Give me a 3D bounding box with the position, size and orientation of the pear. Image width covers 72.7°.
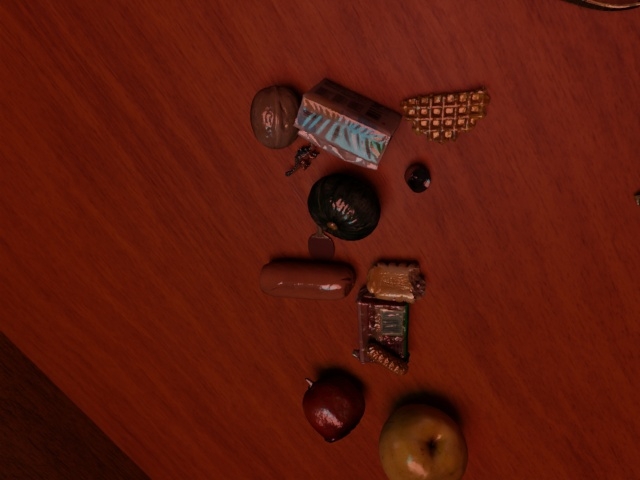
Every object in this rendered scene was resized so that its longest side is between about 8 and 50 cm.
[{"bbox_3d":[0.349,0.716,1.494,0.315,0.314,0.314,8,121,14],"label":"pear"}]

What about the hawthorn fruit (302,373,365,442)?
[{"bbox_3d":[0.037,0.587,1.582,0.250,0.215,0.215,39,124,10],"label":"hawthorn fruit"}]

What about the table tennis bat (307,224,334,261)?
[{"bbox_3d":[0.000,0.000,1.363,0.087,0.013,0.156,6,122,18],"label":"table tennis bat"}]

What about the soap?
[{"bbox_3d":[0.208,0.280,1.403,0.218,0.098,0.273,4,120,17],"label":"soap"}]

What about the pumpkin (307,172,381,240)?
[{"bbox_3d":[0.065,-0.093,1.202,0.212,0.152,0.211,33,157,16],"label":"pumpkin"}]

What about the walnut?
[{"bbox_3d":[-0.114,-0.322,1.141,0.140,0.140,0.162,15,136,10],"label":"walnut"}]

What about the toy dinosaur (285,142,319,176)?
[{"bbox_3d":[-0.048,-0.230,1.220,0.055,0.049,0.154,42,118,-11],"label":"toy dinosaur"}]

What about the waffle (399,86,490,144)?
[{"bbox_3d":[0.304,-0.319,1.053,0.192,0.046,0.160,-35,104,31],"label":"waffle"}]

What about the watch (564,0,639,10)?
[{"bbox_3d":[0.549,-0.536,0.827,0.269,0.102,0.164,24,117,15],"label":"watch"}]

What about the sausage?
[{"bbox_3d":[-0.042,0.128,1.386,0.305,0.121,0.121,1,119,19],"label":"sausage"}]

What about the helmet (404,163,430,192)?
[{"bbox_3d":[0.252,-0.169,1.156,0.065,0.049,0.084,-36,135,0],"label":"helmet"}]

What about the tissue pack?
[{"bbox_3d":[0.064,-0.279,1.092,0.230,0.159,0.145,26,128,2],"label":"tissue pack"}]

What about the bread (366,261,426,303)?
[{"bbox_3d":[0.227,0.123,1.304,0.178,0.084,0.119,5,84,17],"label":"bread"}]

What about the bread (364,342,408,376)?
[{"bbox_3d":[0.208,0.376,1.373,0.157,0.044,0.052,34,114,-7],"label":"bread"}]

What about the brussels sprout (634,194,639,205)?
[{"bbox_3d":[0.795,-0.097,1.012,0.085,0.058,0.085,0,112,1],"label":"brussels sprout"}]
